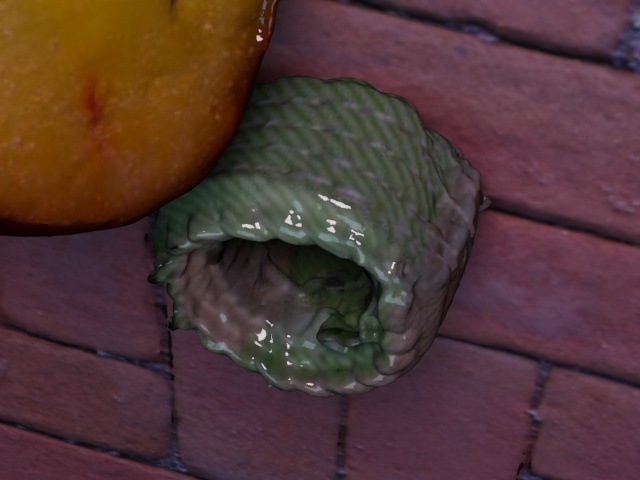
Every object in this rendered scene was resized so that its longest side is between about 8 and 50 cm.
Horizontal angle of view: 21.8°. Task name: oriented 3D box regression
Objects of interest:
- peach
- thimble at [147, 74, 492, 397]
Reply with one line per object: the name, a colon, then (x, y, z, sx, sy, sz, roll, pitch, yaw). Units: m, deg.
peach: (-0.150, -0.162, 0.918, 0.281, 0.281, 0.338, 26, 142, -6)
thimble: (0.000, 0.000, 1.128, 0.219, 0.150, 0.219, 14, 142, 11)
